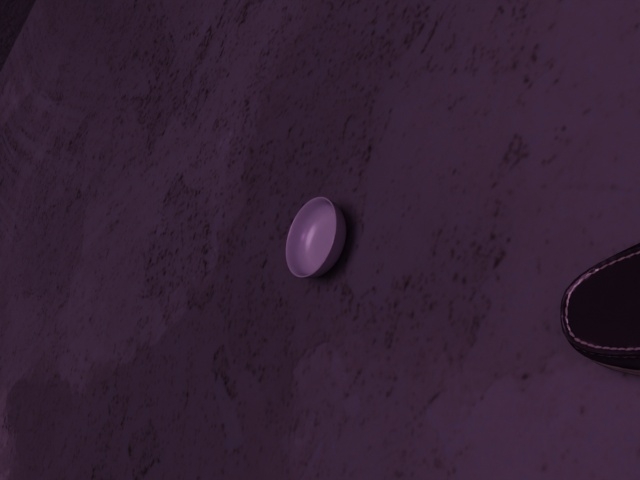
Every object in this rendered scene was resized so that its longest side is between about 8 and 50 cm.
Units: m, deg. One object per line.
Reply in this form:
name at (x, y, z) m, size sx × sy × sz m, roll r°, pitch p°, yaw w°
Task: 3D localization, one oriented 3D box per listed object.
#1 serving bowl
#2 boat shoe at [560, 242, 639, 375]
serving bowl at (0.000, 0.000, 0.928) m, size 0.083 × 0.027 × 0.083 m, roll -30°, pitch 50°, yaw 44°
boat shoe at (0.242, 0.016, 0.514) m, size 0.285 × 0.092 × 0.102 m, roll -15°, pitch 62°, yaw 51°
